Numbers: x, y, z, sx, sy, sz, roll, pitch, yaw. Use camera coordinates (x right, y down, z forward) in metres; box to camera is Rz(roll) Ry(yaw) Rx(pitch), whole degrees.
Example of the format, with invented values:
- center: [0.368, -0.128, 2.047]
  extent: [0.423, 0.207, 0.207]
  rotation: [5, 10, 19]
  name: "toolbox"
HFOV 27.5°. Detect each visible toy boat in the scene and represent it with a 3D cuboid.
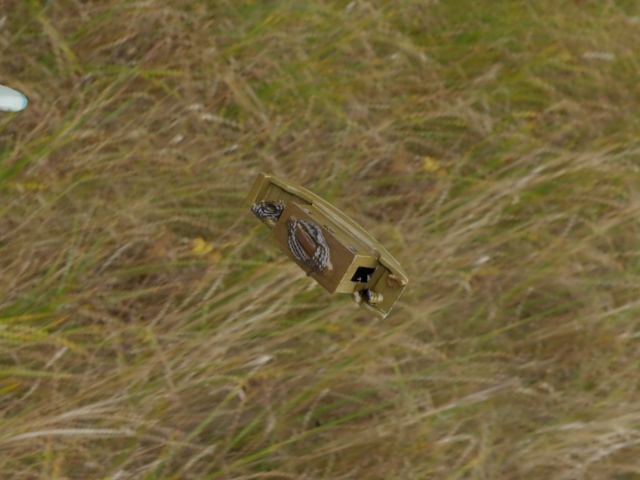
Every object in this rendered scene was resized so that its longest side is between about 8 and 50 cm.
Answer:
- center: [0.000, 0.000, 1.221]
  extent: [0.200, 0.057, 0.077]
  rotation: [41, 21, 33]
  name: "toy boat"

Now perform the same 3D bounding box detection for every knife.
- center: [-0.387, -0.162, 1.370]
  extent: [0.064, 0.222, 0.031]
  rotation: [-3, 107, -49]
  name: "knife"
